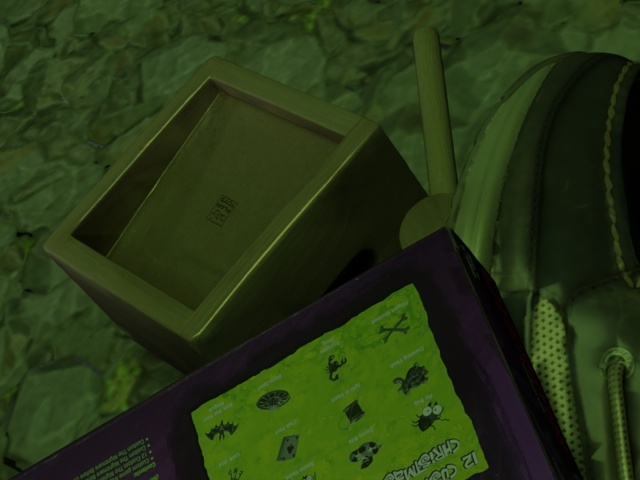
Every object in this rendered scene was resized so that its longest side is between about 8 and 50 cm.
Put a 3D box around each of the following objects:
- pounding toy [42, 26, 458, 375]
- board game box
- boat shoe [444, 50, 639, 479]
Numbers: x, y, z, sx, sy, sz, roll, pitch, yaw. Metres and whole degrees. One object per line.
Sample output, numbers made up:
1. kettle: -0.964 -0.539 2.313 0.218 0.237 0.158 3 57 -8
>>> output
1. pounding toy: 0.010 -0.005 0.760 0.206 0.094 0.181 27 72 45
2. board game box: -0.066 0.163 0.539 0.346 0.056 0.208 -30 45 13
3. boat shoe: 0.112 0.088 0.603 0.130 0.132 0.355 -2 61 21
